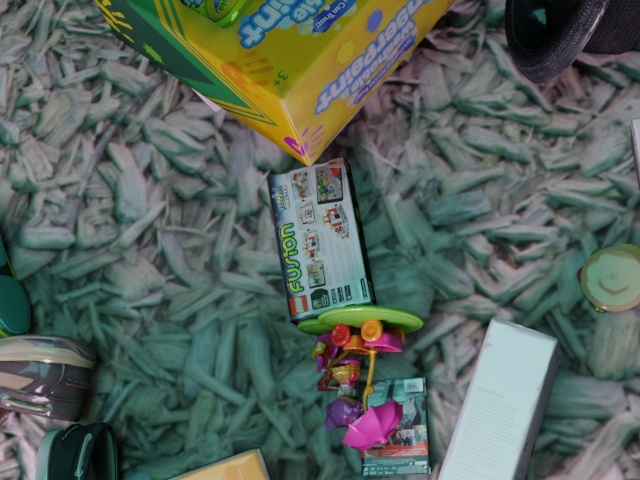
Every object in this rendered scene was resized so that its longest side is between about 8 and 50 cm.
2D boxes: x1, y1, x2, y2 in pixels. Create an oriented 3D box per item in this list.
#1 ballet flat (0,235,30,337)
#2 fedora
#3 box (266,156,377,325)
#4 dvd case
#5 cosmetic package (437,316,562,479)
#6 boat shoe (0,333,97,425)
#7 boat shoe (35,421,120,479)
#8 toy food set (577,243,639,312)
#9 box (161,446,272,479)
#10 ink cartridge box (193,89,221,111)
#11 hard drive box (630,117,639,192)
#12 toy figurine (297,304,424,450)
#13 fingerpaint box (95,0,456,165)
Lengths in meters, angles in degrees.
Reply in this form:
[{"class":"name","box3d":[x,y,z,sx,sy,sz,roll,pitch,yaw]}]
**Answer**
[{"class":"ballet flat","box3d":[-0.482,0.059,1.433,0.077,0.077,0.231,-39,62,26]},{"class":"fedora","box3d":[0.357,-0.344,1.207,0.153,0.334,0.333,10,75,-13]},{"class":"box","box3d":[0.000,0.000,1.313,0.114,0.036,0.206,-14,70,13]},{"class":"dvd case","box3d":[0.091,0.231,1.228,0.087,0.013,0.119,-7,73,15]},{"class":"cosmetic package","box3d":[0.207,0.216,1.142,0.086,0.117,0.231,18,81,20]},{"class":"boat shoe","box3d":[-0.480,0.203,1.350,0.356,0.132,0.130,-5,72,17]},{"class":"boat shoe","box3d":[-0.301,0.380,1.251,0.091,0.114,0.302,-16,71,18]},{"class":"toy food set","box3d":[0.355,0.046,1.198,0.083,0.020,0.083,-14,71,13]},{"class":"box","box3d":[-0.197,0.392,1.120,0.345,0.168,0.214,-19,80,-6]},{"class":"ink cartridge box","box3d":[-0.078,-0.226,1.368,0.180,0.104,0.060,-34,68,6]},{"class":"hard drive box","box3d":[0.470,-0.035,1.150,0.181,0.089,0.232,-8,71,15]},{"class":"toy figurine","box3d":[0.040,0.174,1.202,0.173,0.130,0.159,-11,67,37]},{"class":"fingerpaint box","box3d":[-0.021,-0.377,1.259,0.371,0.163,0.445,36,77,25]}]
